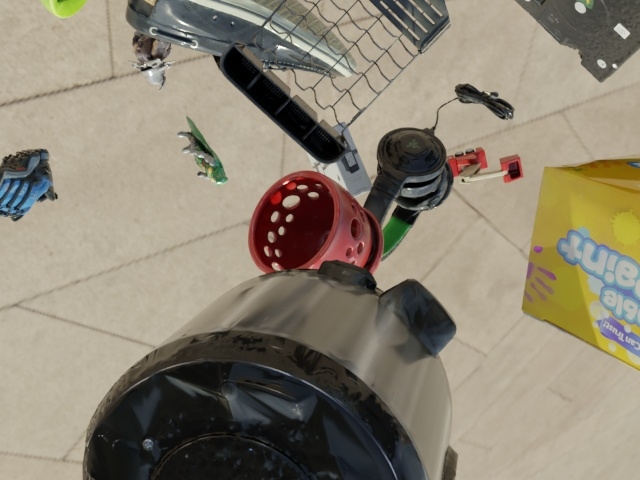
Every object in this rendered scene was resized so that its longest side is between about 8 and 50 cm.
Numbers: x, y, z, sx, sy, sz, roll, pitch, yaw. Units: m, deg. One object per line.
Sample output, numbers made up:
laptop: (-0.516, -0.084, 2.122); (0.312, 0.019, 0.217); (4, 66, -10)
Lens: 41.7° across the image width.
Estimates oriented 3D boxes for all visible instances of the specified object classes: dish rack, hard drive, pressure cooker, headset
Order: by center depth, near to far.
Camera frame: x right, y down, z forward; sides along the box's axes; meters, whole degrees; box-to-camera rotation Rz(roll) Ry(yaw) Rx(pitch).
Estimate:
pressure cooker: (-0.029, 0.220, 0.972); (0.420, 0.370, 0.375); (-44, 135, -73)
dish rack: (0.028, -0.263, 1.105); (0.208, 0.074, 0.271); (41, 107, -12)
hard drive: (0.451, -0.411, 1.332); (0.064, 0.237, 0.339); (-44, 175, -12)
headset: (0.208, -0.126, 1.620); (0.394, 0.185, 0.243); (-61, 162, -4)

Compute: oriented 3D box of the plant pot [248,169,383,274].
plant pot: (0.000, 0.000, 1.427); (0.191, 0.191, 0.174); (-49, 139, 7)

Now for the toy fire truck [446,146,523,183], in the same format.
toy fire truck: (0.314, -0.147, 1.761); (0.192, 0.135, 0.047); (-16, 114, 2)

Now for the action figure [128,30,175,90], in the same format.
action figure: (-0.316, -0.432, 1.618); (0.099, 0.185, 0.284); (-11, 105, -43)

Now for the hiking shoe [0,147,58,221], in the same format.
hiking shoe: (-0.664, -0.092, 1.745); (0.304, 0.113, 0.132); (-38, 120, -50)

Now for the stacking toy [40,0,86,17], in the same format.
stacking toy: (-0.424, -0.544, 1.385); (0.279, 0.130, 0.309); (-59, 172, -24)

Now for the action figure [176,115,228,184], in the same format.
action figure: (-0.278, -0.193, 2.020); (0.064, 0.232, 0.137); (-27, 130, -16)

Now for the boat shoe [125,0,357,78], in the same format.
boat shoe: (-0.141, -0.397, 1.585); (0.500, 0.186, 0.156); (11, 127, -40)

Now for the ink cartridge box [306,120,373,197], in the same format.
ink cartridge box: (0.034, -0.157, 1.733); (0.063, 0.150, 0.109); (-25, -176, -24)

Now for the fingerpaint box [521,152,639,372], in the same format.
fingerpaint box: (0.470, 0.043, 0.722); (0.371, 0.445, 0.163); (-10, 115, -32)
